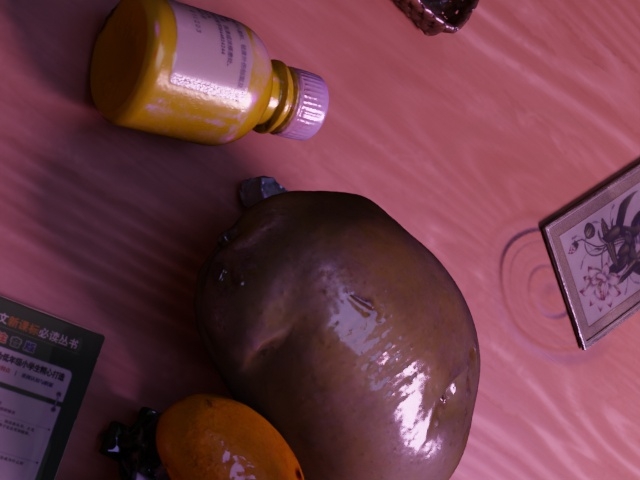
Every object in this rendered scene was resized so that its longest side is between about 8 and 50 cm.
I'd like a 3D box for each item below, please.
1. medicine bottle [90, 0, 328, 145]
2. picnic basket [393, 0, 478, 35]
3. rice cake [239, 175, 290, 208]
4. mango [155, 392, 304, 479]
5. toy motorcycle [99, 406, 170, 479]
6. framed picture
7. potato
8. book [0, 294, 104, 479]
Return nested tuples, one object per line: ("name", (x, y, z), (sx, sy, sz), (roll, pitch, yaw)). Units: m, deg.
("medicine bottle", (-0.095, -0.147, 1.161), (0.213, 0.122, 0.121), (11, 83, -37))
("picnic basket", (0.093, -0.311, 1.343), (0.193, 0.055, 0.110), (41, 67, -29))
("rice cake", (0.000, 0.000, 1.275), (0.211, 0.043, 0.034), (37, 58, -30))
("mango", (-0.070, 0.211, 1.063), (0.115, 0.090, 0.178), (-18, 83, -35))
("toy motorcycle", (-0.135, 0.275, 1.131), (0.205, 0.127, 0.275), (36, 62, -31))
("framed picture", (0.377, 0.013, 1.570), (0.231, 0.010, 0.173), (-31, 107, -33))
("potato", (0.026, 0.098, 1.171), (0.243, 0.221, 0.326), (-41, 111, -34))
("book", (-0.313, 0.171, 1.053), (0.202, 0.027, 0.264), (26, 75, -32))
